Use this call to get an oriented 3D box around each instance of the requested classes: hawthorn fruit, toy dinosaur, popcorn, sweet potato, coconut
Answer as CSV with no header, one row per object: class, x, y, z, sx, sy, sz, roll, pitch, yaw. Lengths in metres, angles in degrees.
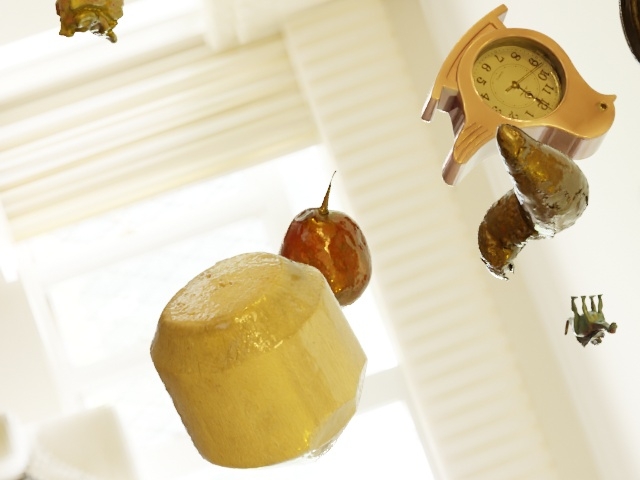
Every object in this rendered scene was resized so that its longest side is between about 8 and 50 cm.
hawthorn fruit,-0.002,0.011,2.163,0.149,0.149,0.189,117,-43,-84
toy dinosaur,0.405,0.122,2.295,0.197,0.045,0.080,160,-76,-76
popcorn,-0.310,-0.314,2.036,0.109,0.097,0.089,72,3,-62
sweet potato,0.260,-0.048,1.831,0.310,0.124,0.098,91,-12,-63
coconut,-0.065,0.157,1.801,0.237,0.237,0.266,-121,-172,-69

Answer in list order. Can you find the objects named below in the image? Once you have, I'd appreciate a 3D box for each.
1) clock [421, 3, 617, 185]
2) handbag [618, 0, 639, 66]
clock,0.299,-0.195,2.377,0.275,0.290,0.080,37,-23,9
handbag,0.485,-0.277,1.709,0.253,0.308,0.093,67,-15,-6
